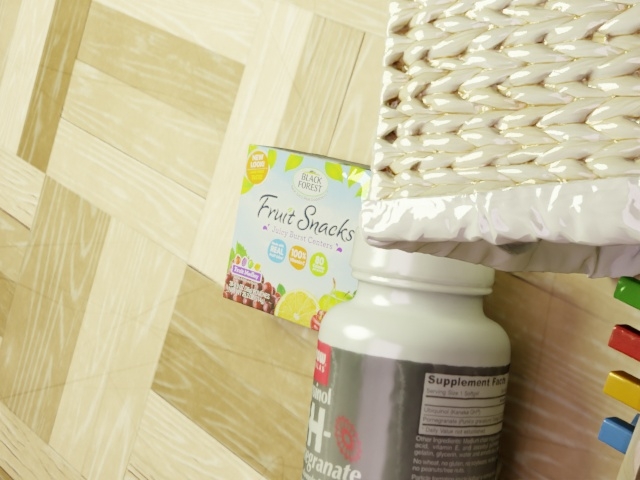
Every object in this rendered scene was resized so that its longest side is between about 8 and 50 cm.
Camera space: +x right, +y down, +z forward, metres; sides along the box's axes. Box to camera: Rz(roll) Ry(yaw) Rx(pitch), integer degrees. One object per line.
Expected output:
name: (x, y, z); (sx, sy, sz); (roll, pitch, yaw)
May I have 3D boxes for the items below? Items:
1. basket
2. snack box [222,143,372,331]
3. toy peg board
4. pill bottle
basket: (0.254, -0.109, 0.845); (0.331, 0.328, 0.266); (0, 85, 44)
snack box: (0.000, 0.000, 1.252); (0.207, 0.070, 0.174); (17, 99, 42)
toy peg board: (0.275, 0.101, 0.922); (0.079, 0.161, 0.160); (29, 107, 44)
pill bottle: (0.078, 0.152, 1.094); (0.176, 0.176, 0.318); (9, 93, 44)
